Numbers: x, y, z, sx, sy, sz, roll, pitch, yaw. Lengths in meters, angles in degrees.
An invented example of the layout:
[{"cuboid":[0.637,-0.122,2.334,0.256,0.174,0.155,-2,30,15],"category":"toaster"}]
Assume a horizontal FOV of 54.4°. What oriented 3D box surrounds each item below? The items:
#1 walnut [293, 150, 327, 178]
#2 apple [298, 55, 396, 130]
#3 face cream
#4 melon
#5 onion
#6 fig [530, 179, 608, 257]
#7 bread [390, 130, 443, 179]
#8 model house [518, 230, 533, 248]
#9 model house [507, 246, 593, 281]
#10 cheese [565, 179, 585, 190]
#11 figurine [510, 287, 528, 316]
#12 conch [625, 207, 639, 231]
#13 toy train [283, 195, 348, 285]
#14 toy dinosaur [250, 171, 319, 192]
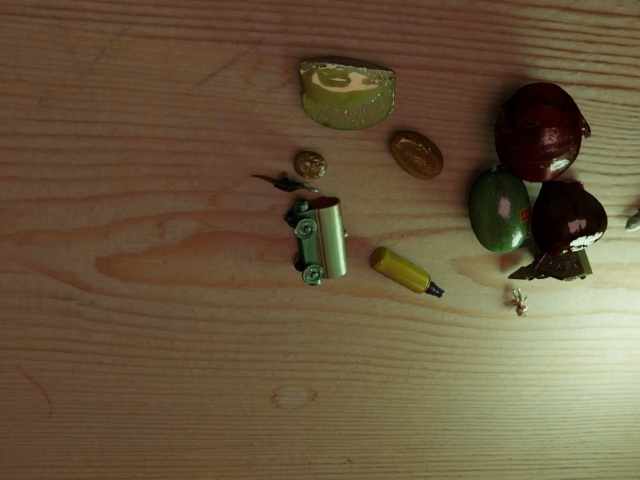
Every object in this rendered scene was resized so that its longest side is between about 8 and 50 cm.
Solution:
[{"cuboid":[-0.027,-0.214,1.758,0.096,0.079,0.083,6,76,-4],"category":"walnut"},{"cuboid":[0.063,-0.396,1.668,0.264,0.120,0.193,3,128,-9],"category":"apple"},{"cuboid":[0.284,0.113,1.971,0.273,0.078,0.078,29,107,-21],"category":"face cream"},{"cuboid":[0.533,-0.098,1.856,0.182,0.182,0.288,-16,119,-2],"category":"melon"},{"cuboid":[0.609,-0.301,1.722,0.276,0.276,0.276,-4,116,-8],"category":"onion"},{"cuboid":[0.710,-0.120,1.844,0.216,0.321,0.217,-7,154,-4],"category":"fig"},{"cuboid":[0.277,-0.251,1.798,0.189,0.077,0.114,37,124,-24],"category":"bread"},{"cuboid":[0.630,-0.015,1.990,0.083,0.066,0.079,-18,130,18],"category":"model house"},{"cuboid":[0.718,0.067,2.009,0.248,0.180,0.176,-20,77,28],"category":"model house"},{"cuboid":[0.806,-0.138,1.967,0.145,0.038,0.095,35,107,-29],"category":"cheese"},{"cuboid":[0.675,0.208,2.107,0.064,0.047,0.109,-19,108,7],"category":"figurine"},{"cuboid":[1.178,-0.116,1.978,0.386,0.169,0.203,-17,92,-4],"category":"conch"},{"cuboid":[0.000,0.000,1.856,0.177,0.116,0.286,-16,117,-16],"category":"toy train"},{"cuboid":[-0.100,-0.157,1.757,0.187,0.106,0.044,10,113,-15],"category":"toy dinosaur"}]
